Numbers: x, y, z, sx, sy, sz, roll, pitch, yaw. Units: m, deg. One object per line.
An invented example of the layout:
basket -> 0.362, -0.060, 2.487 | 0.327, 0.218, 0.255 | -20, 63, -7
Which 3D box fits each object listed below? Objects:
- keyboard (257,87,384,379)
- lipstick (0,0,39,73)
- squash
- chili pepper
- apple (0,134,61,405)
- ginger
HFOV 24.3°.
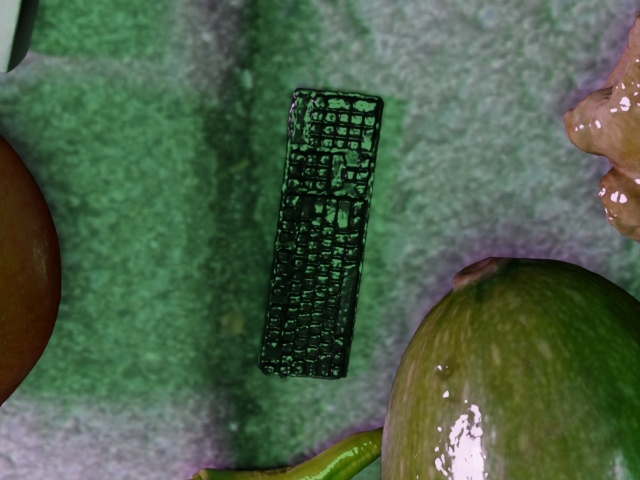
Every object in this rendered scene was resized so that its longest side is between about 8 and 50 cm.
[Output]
keyboard -> 0.000, 0.000, 1.124 | 0.072, 0.023, 0.231 | 6, 108, -4
lipstick -> -0.385, -0.202, 1.031 | 0.371, 0.080, 0.076 | 14, 107, -3
squash -> 0.188, 0.160, 1.065 | 0.310, 0.310, 0.309 | -5, 94, 2
chili pepper -> -0.014, 0.184, 1.177 | 0.208, 0.043, 0.049 | -16, 82, 0
apple -> -0.309, 0.026, 1.040 | 0.251, 0.206, 0.272 | 14, 106, -7
ginger -> 0.306, -0.059, 1.050 | 0.219, 0.123, 0.270 | -36, 104, 8
